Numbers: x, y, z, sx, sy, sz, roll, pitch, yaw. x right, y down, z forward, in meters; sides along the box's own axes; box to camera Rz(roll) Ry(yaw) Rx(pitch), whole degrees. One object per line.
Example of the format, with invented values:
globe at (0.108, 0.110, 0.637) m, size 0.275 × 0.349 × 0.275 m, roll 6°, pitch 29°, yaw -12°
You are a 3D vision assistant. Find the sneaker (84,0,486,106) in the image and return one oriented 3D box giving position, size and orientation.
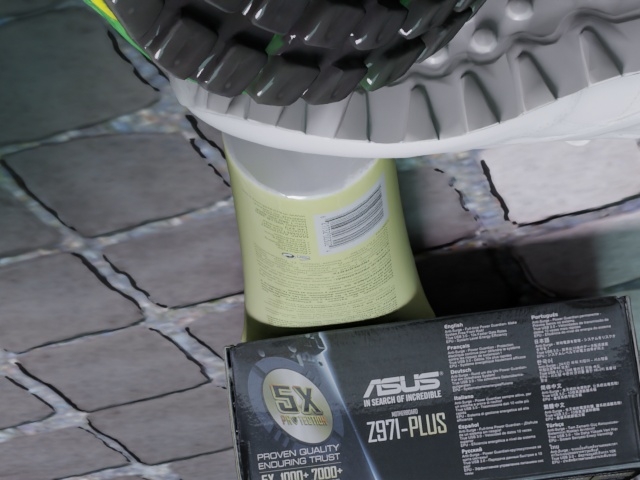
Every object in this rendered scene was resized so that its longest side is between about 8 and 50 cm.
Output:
sneaker at (-0.067, -0.126, 0.462) m, size 0.343 × 0.146 × 0.134 m, roll 0°, pitch 126°, yaw -39°

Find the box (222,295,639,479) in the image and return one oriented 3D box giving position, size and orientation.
box at (0.054, 0.083, 0.869) m, size 0.180 × 0.078 × 0.147 m, roll -7°, pitch 169°, yaw 3°

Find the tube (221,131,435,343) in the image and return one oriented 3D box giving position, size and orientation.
tube at (0.000, 0.000, 0.772) m, size 0.070 × 0.062 × 0.240 m, roll 33°, pitch 164°, yaw 16°

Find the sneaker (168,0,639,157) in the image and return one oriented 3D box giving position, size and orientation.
sneaker at (0.066, -0.062, 0.638) m, size 0.235 × 0.090 × 0.095 m, roll -5°, pitch 162°, yaw 2°
